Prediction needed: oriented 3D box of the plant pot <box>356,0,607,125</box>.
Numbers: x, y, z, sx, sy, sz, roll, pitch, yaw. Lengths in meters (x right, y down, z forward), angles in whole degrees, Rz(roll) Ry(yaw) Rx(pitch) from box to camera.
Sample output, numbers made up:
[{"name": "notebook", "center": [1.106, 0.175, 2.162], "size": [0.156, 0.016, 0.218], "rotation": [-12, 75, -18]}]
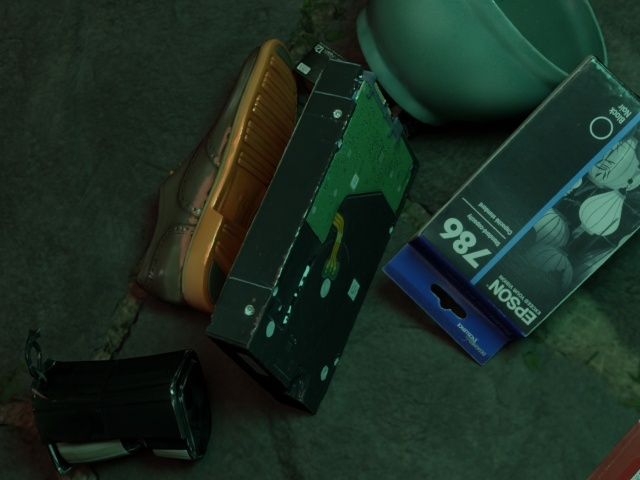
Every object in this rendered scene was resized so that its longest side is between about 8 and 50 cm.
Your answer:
[{"name": "plant pot", "center": [0.168, -0.254, 1.455], "size": [0.196, 0.293, 0.293], "rotation": [-35, 56, 33]}]

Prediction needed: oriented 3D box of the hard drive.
[{"name": "hard drive", "center": [0.000, 0.000, 1.392], "size": [0.064, 0.237, 0.339], "rotation": [17, 73, 25]}]

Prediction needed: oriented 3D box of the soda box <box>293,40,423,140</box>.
[{"name": "soda box", "center": [0.047, -0.180, 1.562], "size": [0.053, 0.060, 0.169], "rotation": [-47, 60, -8]}]

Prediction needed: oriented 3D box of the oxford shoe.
[{"name": "oxford shoe", "center": [-0.131, -0.092, 1.546], "size": [0.133, 0.130, 0.363], "rotation": [9, 69, 29]}]

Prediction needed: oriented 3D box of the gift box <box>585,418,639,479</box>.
[{"name": "gift box", "center": [0.317, 0.323, 1.128], "size": [0.276, 0.258, 0.255], "rotation": [-49, 61, 15]}]

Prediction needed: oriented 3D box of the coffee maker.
[{"name": "coffee maker", "center": [-0.229, 0.182, 1.423], "size": [0.178, 0.171, 0.120], "rotation": [-8, 47, 13]}]

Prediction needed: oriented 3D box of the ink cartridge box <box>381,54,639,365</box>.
[{"name": "ink cartridge box", "center": [0.231, -0.023, 1.334], "size": [0.165, 0.065, 0.332], "rotation": [43, 104, 0]}]
